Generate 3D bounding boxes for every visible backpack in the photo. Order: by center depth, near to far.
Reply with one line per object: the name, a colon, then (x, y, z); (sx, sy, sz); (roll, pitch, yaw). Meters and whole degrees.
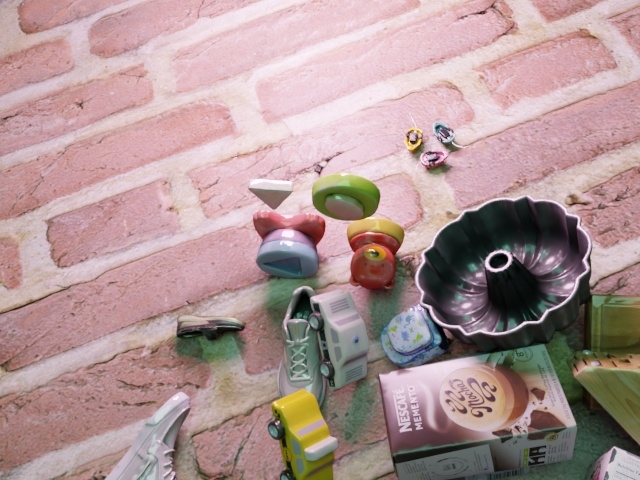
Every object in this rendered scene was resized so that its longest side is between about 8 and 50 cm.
backpack: (0.174, 0.186, 1.318); (0.114, 0.084, 0.105); (-37, 53, 18)

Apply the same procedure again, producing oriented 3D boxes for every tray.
tray: (0.684, 0.203, 1.198); (0.411, 0.076, 0.202); (2, 87, 11)

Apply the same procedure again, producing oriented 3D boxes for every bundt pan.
bundt pan: (0.353, 0.074, 1.292); (0.331, 0.124, 0.330); (-20, 42, 19)

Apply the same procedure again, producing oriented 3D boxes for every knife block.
knife block: (0.554, 0.315, 1.140); (0.276, 0.088, 0.241); (2, 98, 10)

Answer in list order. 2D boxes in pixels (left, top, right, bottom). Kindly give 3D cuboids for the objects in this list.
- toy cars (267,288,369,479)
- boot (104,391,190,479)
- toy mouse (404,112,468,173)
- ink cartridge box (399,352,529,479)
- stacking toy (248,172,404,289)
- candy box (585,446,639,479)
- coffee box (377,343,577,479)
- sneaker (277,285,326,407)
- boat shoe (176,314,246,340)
toy cars: (0.016, 0.276, 1.251); (0.087, 0.176, 0.393); (-9, 53, 49)
boot: (-0.300, 0.423, 1.289); (0.123, 0.095, 0.258); (33, 81, 17)
toy mouse: (0.262, -0.212, 1.551); (0.143, 0.031, 0.160); (6, 64, 13)
ink cartridge box: (0.261, 0.332, 1.269); (0.189, 0.066, 0.232); (-12, 40, 3)
stacking toy: (0.000, 0.000, 1.348); (0.309, 0.279, 0.130); (-1, 61, 14)
candy box: (0.457, 0.447, 1.098); (0.070, 0.164, 0.196); (21, 68, 18)
coffee box: (0.261, 0.301, 1.176); (0.298, 0.118, 0.168); (-11, 44, 4)
sneaker: (-0.043, 0.211, 1.330); (0.100, 0.121, 0.262); (-4, 62, 9)
boat shoe: (-0.227, 0.184, 1.417); (0.152, 0.056, 0.049); (-1, 67, 20)
